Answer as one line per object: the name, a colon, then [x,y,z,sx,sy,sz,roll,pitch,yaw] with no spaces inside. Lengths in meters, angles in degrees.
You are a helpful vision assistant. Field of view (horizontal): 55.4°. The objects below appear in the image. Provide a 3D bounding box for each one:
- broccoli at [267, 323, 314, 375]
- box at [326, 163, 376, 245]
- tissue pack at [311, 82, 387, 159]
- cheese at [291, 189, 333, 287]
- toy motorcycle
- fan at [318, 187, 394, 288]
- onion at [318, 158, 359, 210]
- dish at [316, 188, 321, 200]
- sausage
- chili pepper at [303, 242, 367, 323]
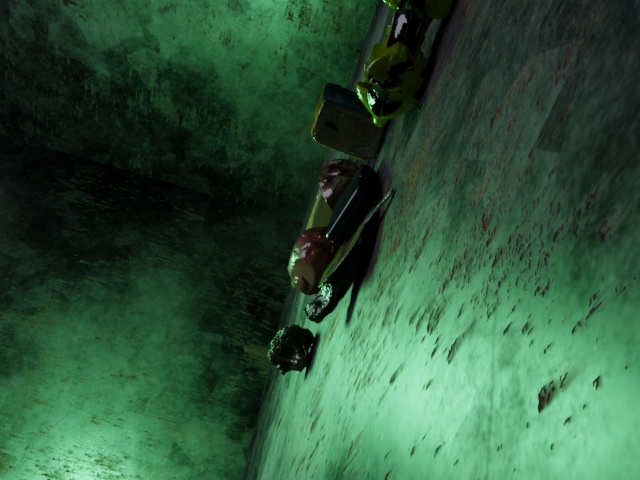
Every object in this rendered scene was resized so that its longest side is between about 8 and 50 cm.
broccoli: [-0.087,0.329,1.824,0.162,0.145,0.138,-55,42,11]
box: [0.076,-0.090,1.482,0.160,0.050,0.230,-57,6,21]
tissue pack: [0.079,-0.336,1.712,0.271,0.192,0.134,-83,12,-67]
cheese: [0.000,0.000,2.002,0.384,0.104,0.384,-164,90,-85]
toy motorcycle: [0.160,-0.386,1.237,0.206,0.142,0.342,-88,13,-65]
fan: [0.077,-0.012,1.353,0.335,0.011,0.230,-52,5,46]
onion: [0.076,-0.163,1.755,0.098,0.151,0.206,-33,39,27]
dish: [0.049,-0.174,2.140,0.190,0.066,0.191,23,-90,-79]
sausage: [-0.009,0.057,1.612,0.280,0.152,0.152,110,175,-66]
chili pepper: [0.043,0.095,1.408,0.224,0.061,0.098,-54,4,6]
